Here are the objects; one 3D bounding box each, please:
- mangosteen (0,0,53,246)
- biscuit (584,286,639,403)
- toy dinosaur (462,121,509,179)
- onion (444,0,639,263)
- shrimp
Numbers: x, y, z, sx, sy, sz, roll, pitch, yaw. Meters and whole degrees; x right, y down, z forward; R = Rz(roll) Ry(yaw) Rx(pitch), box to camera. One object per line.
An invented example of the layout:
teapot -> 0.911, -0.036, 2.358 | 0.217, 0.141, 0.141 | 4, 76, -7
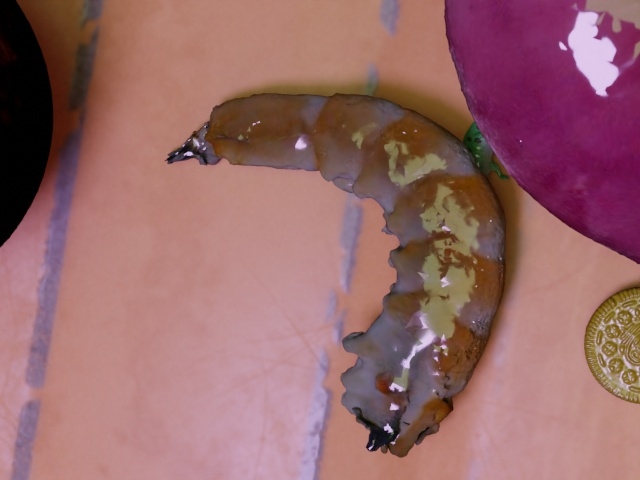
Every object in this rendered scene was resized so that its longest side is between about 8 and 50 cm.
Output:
mangosteen -> -0.339, -0.089, 0.940 | 0.297, 0.313, 0.296 | 3, 83, -24
biscuit -> 0.226, 0.073, 0.939 | 0.084, 0.023, 0.084 | 0, 92, 12
toy dinosaur -> 0.109, -0.071, 0.961 | 0.062, 0.021, 0.083 | -17, 90, 25
onion -> 0.251, -0.133, 0.791 | 0.358, 0.345, 0.358 | 4, 129, 5
shrimp -> 0.032, -0.008, 0.955 | 0.185, 0.068, 0.287 | -40, 83, 13
